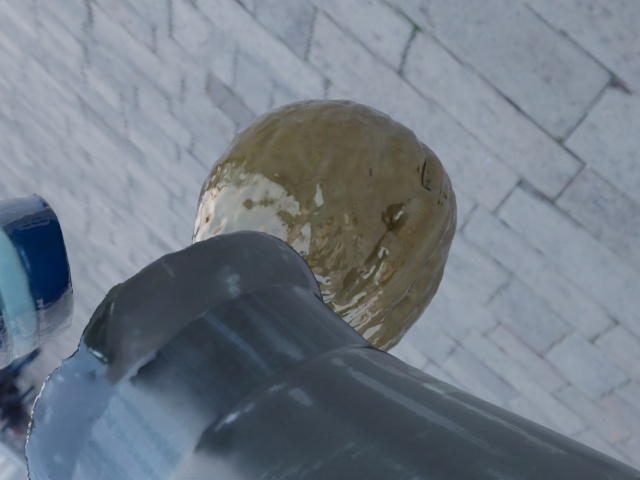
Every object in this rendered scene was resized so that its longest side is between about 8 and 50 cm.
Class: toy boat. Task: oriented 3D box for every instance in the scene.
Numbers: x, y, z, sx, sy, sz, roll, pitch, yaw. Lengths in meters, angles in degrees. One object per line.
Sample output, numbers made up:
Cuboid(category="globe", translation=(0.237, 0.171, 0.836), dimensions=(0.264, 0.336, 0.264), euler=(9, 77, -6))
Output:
Cuboid(category="toy boat", translation=(-0.196, 0.023, 0.764), dimensions=(0.096, 0.061, 0.299), euler=(66, 163, 4))

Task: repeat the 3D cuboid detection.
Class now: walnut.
Cuboid(category="walnut", translation=(0.000, 0.000, 1.391), dimensions=(0.333, 0.333, 0.333), euler=(38, 163, 14))

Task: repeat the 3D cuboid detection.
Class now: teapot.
Cuboid(category="teapot", translation=(0.022, 0.192, 0.760), dimensions=(0.362, 0.305, 0.376), euler=(42, 179, 29))
